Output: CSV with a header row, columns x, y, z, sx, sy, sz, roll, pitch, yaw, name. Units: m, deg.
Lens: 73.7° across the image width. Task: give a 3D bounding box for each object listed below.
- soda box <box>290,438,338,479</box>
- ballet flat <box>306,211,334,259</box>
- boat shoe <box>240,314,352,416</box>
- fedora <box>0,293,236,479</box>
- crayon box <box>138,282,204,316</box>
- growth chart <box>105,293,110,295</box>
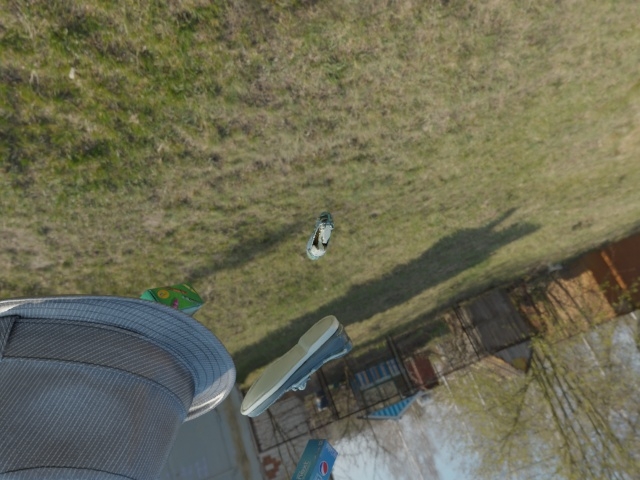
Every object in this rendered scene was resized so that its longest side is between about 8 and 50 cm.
x,y,z,sx,sy,sz,roll,pitch,yaw,name
-0.031,0.659,1.174,0.071,0.067,0.210,-22,-158,39,soda box
0.000,0.000,1.339,0.070,0.070,0.189,-9,130,-29,ballet flat
-0.054,0.324,1.039,0.319,0.099,0.116,-43,-164,-4,boat shoe
-0.220,0.163,0.370,0.275,0.124,0.244,-4,135,4,fedora
-0.468,0.237,1.152,0.278,0.081,0.165,-43,167,15,crayon box
-0.710,0.208,1.156,0.237,0.021,0.172,-5,145,-39,growth chart
